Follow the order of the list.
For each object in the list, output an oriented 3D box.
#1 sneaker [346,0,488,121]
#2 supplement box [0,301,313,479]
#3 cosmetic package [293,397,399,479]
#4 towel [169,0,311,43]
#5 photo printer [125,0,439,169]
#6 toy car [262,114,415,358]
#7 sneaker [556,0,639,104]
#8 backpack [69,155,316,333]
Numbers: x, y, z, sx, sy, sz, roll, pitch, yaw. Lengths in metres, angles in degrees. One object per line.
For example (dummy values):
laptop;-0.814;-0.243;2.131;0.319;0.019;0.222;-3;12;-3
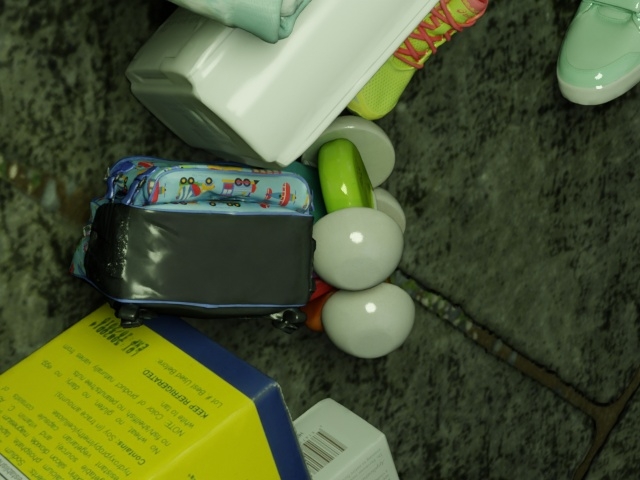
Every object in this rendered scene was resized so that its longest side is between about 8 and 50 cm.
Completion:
sneaker;0.084;-0.186;1.342;0.081;0.094;0.208;21;97;-47
supplement box;-0.197;0.231;1.226;0.356;0.194;0.195;-35;130;-24
cosmetic package;0.018;0.267;1.518;0.117;0.085;0.231;-36;132;-23
towel;-0.084;-0.343;0.976;0.374;0.321;0.090;-65;168;2
photo printer;0.013;-0.192;1.157;0.107;0.256;0.307;43;82;-16
toy car;0.000;0.000;1.340;0.136;0.159;0.182;-7;136;5
sneaker;0.262;-0.251;1.467;0.256;0.094;0.151;-59;142;-16
backpack;-0.099;-0.001;1.222;0.158;0.173;0.116;3;95;-24
